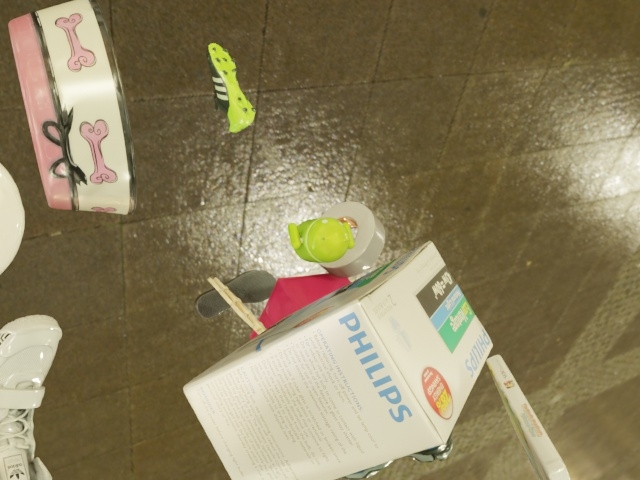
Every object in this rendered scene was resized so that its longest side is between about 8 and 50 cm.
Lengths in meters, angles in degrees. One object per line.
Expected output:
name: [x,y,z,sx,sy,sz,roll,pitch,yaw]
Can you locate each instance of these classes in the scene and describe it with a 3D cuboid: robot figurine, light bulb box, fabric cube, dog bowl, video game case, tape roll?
robot figurine: [0.000,0.000,0.904,0.101,0.115,0.067,2,88,-23]
light bulb box: [0.044,0.207,1.008,0.361,0.225,0.358,-31,178,29]
fabric cube: [-0.005,0.270,1.759,0.254,0.258,0.259,-4,133,-39]
dog bowl: [-0.466,-0.236,1.138,0.151,0.408,0.407,-12,134,-24]
video game case: [0.309,0.302,0.850,0.026,0.206,0.227,-25,120,6]
tape roll: [0.076,-0.004,1.779,0.219,0.219,0.072,-42,138,5]

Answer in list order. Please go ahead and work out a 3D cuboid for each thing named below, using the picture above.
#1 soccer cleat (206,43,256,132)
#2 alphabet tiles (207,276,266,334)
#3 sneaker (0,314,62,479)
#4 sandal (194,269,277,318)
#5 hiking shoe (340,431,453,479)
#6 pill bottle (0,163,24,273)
soccer cleat: [-0.184,-0.291,1.163,0.072,0.178,0.060,-32,167,38]
alphabet tiles: [-0.170,0.198,1.518,0.021,0.284,0.278,-44,139,-8]
sneaker: [-0.532,0.319,1.059,0.365,0.210,0.137,-55,151,10]
sandal: [-0.247,0.149,1.772,0.255,0.054,0.097,-16,96,-25]
hiking shoe: [0.140,0.418,1.308,0.304,0.113,0.132,-10,129,-11]
pill bottle: [-0.477,0.003,0.683,0.176,0.176,0.319,12,159,-43]
